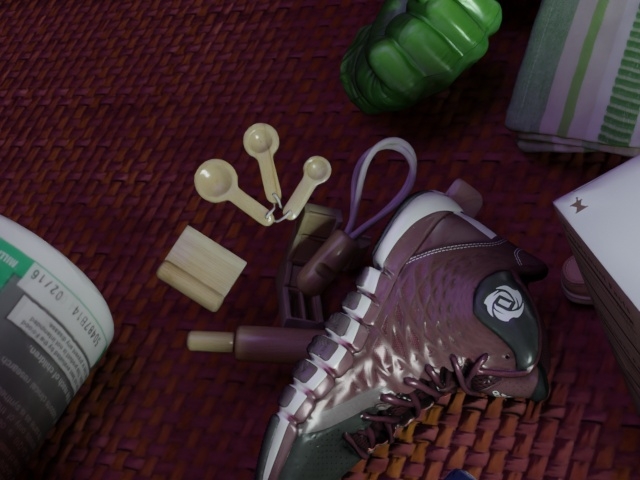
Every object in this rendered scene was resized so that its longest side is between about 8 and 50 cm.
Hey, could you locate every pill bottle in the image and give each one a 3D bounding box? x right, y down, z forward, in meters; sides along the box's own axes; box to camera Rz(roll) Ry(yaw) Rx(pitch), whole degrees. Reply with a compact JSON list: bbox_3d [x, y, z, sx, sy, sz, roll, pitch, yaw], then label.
[{"bbox_3d":[-0.347,0.159,1.094,0.204,0.204,0.361,12,58,36],"label":"pill bottle"}]

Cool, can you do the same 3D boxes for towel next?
[{"bbox_3d":[0.291,-0.171,1.040,0.325,0.038,0.248,17,89,55],"label":"towel"}]

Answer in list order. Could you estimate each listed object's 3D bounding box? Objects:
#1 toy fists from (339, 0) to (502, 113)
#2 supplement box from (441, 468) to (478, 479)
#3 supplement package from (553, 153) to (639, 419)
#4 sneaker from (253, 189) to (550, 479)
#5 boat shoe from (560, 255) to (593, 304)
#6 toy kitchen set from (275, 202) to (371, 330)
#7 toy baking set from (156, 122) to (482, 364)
[{"bbox_3d":[0.127,-0.232,1.229,0.279,0.096,0.142,-51,20,-21],"label":"toy fists"},{"bbox_3d":[0.117,0.301,0.587,0.194,0.356,0.195,-46,44,-15],"label":"supplement box"},{"bbox_3d":[0.257,0.059,0.814,0.139,0.244,0.134,-31,43,2],"label":"supplement package"},{"bbox_3d":[0.076,0.109,0.982,0.162,0.106,0.281,27,81,20],"label":"sneaker"},{"bbox_3d":[0.258,-0.005,1.009,0.170,0.059,0.063,-22,44,10],"label":"boat shoe"},{"bbox_3d":[0.008,0.027,1.113,0.068,0.083,0.075,11,36,-15],"label":"toy kitchen set"},{"bbox_3d":[-0.002,0.007,1.077,0.256,0.030,0.196,7,86,2],"label":"toy baking set"}]
